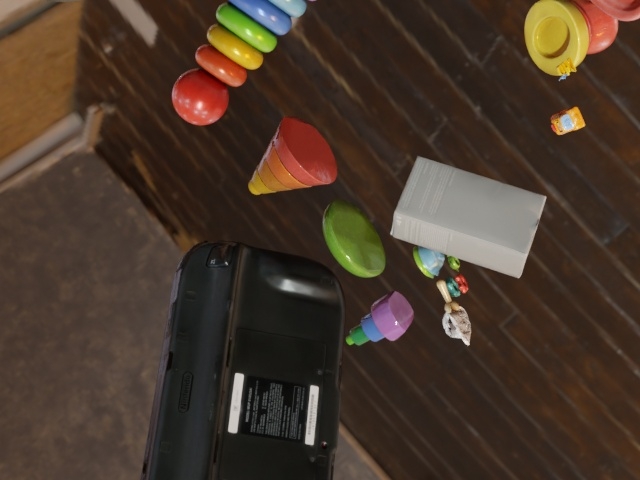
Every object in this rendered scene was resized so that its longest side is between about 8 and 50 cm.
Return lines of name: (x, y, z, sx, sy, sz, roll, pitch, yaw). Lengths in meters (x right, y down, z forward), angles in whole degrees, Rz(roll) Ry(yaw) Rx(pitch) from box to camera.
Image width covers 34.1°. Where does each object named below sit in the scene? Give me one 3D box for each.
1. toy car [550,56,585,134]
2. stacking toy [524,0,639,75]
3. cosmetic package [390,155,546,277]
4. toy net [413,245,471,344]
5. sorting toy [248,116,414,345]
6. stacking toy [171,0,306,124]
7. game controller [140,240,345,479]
toy car: (0.355, -0.210, 1.559, 0.060, 0.040, 0.122, 17, 130, 55)
stacking toy: (0.417, -0.429, 1.573, 0.309, 0.130, 0.279, -30, 82, 63)
cosmetic package: (0.254, -0.041, 1.788, 0.238, 0.127, 0.107, 22, 156, 9)
toy net: (0.246, 0.109, 2.003, 0.122, 0.045, 0.232, 33, -144, -46)
sorting toy: (0.000, 0.000, 1.551, 0.126, 0.127, 0.365, -32, 83, 28)
stacking toy: (-0.119, -0.322, 1.613, 0.141, 0.330, 0.141, 34, -173, -5)
game controller: (-0.064, 0.151, 0.926, 0.166, 0.319, 0.067, 15, 152, -19)
